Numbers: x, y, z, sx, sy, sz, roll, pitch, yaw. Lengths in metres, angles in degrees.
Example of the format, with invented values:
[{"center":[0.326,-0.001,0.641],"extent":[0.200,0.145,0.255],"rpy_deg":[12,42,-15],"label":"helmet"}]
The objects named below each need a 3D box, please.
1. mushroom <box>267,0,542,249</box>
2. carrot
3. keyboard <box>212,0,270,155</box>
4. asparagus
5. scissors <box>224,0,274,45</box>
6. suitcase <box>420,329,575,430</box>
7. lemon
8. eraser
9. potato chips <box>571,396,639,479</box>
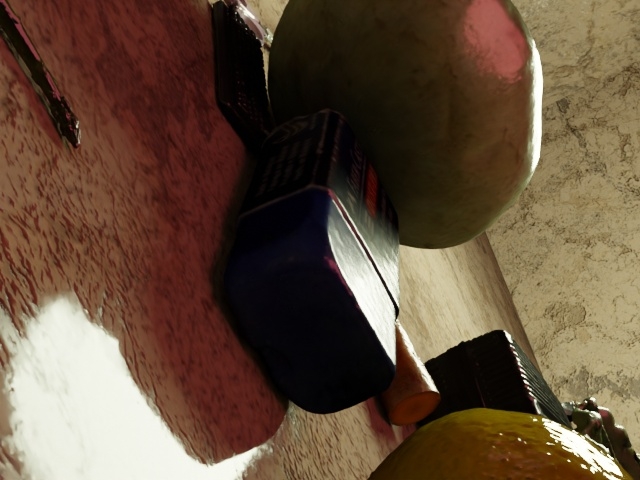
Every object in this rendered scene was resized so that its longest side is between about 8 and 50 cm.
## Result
[{"center":[0.095,-0.161,1.127],"extent":[0.260,0.352,0.352],"rpy_deg":[-37,105,-33],"label":"mushroom"},{"center":[0.066,0.097,1.100],"extent":[0.061,0.061,0.209],"rpy_deg":[47,16,-52],"label":"carrot"},{"center":[-0.083,-0.178,1.092],"extent":[0.093,0.025,0.230],"rpy_deg":[51,18,-36],"label":"keyboard"},{"center":[-0.175,-0.108,0.614],"extent":[0.015,0.014,0.114],"rpy_deg":[-42,108,-41],"label":"asparagus"},{"center":[-0.077,-0.268,1.289],"extent":[0.110,0.021,0.212],"rpy_deg":[65,13,17],"label":"scissors"},{"center":[0.249,0.273,1.245],"extent":[0.335,0.152,0.229],"rpy_deg":[47,22,-53],"label":"suitcase"},{"center":[0.120,0.234,0.651],"extent":[0.236,0.236,0.263],"rpy_deg":[58,-12,-27],"label":"lemon"},{"center":[0.000,0.000,0.892],"extent":[0.155,0.102,0.332],"rpy_deg":[61,14,-20],"label":"eraser"},{"center":[0.304,0.364,1.037],"extent":[0.389,0.097,0.373],"rpy_deg":[36,62,-50],"label":"potato chips"}]
